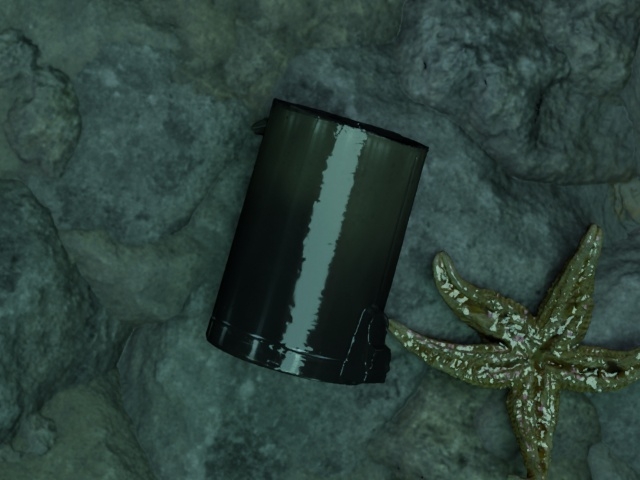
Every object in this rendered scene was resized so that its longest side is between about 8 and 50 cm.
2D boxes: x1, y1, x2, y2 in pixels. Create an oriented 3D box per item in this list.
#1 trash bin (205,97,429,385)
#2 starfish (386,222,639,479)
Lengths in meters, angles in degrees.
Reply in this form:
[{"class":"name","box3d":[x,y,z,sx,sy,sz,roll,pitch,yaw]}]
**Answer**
[{"class":"trash bin","box3d":[0.000,0.000,1.631,0.252,0.203,0.301,19,96,33]},{"class":"starfish","box3d":[0.270,0.148,1.705,0.375,0.094,0.327,-4,86,6]}]
